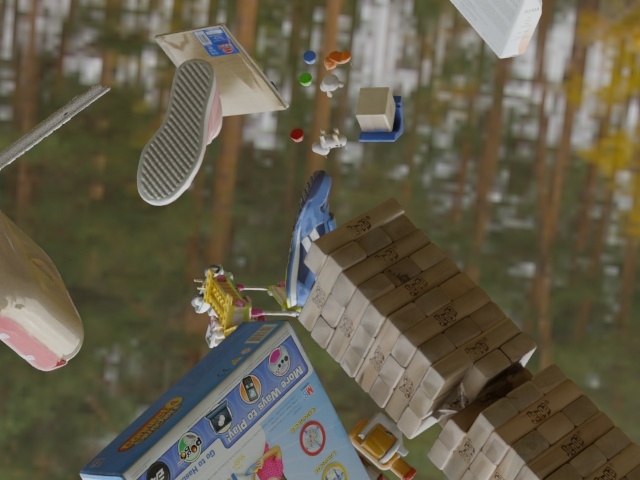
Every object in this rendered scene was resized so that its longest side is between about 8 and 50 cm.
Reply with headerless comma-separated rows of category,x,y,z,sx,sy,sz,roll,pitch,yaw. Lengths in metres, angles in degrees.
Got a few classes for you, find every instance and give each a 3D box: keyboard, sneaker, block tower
keyboard,-0.305,-0.071,1.812,0.256,0.014,0.072,-40,-170,-27
sneaker,0.000,0.000,1.940,0.059,0.144,0.053,8,-165,-1
sneaker,-0.116,-0.082,1.652,0.051,0.134,0.070,13,161,10
block tower,0.123,0.123,1.473,0.091,0.097,0.335,-30,-112,-35

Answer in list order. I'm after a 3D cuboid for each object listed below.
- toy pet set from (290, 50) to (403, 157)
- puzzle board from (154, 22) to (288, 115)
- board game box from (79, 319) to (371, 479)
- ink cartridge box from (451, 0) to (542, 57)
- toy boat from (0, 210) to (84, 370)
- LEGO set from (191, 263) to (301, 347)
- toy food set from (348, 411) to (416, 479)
toy pet set,0.034,-0.148,2.202,0.114,0.122,0.065,1,150,16
puzzle board,-0.088,-0.152,1.725,0.011,0.096,0.128,-47,-157,-23
board game box,-0.092,0.302,2.276,0.086,0.302,0.308,-4,-151,47
ink cartridge box,0.214,-0.328,2.275,0.045,0.179,0.145,-14,-126,-34
toy boat,-0.349,0.061,1.936,0.151,0.151,0.231,-32,150,3
LEGO set,-0.079,0.135,2.477,0.107,0.132,0.287,2,-136,-22
toy food set,0.078,0.303,2.553,0.104,0.111,0.232,40,170,-1
